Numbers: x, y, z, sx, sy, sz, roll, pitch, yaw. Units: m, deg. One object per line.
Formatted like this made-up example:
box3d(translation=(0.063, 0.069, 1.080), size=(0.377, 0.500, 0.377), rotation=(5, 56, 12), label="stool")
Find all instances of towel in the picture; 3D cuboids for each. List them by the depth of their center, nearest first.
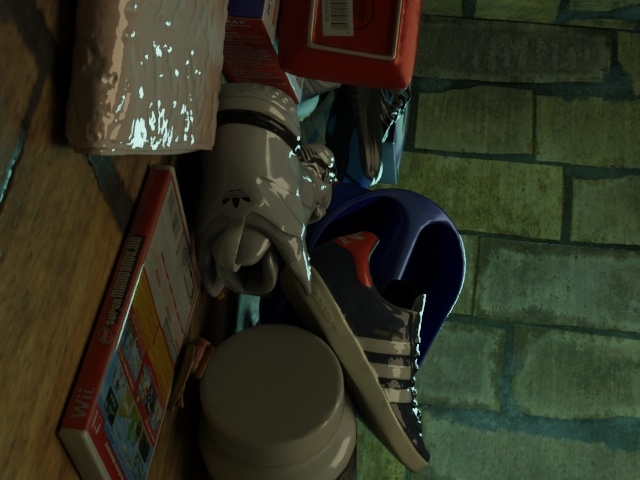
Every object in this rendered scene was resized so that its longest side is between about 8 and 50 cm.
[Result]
box3d(translation=(-0.131, -0.238, 0.821), size=(0.317, 0.054, 0.331), rotation=(-38, 134, -82), label="towel")

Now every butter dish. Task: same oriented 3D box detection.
box3d(translation=(0.024, -0.253, 1.113), size=(0.118, 0.160, 0.160), rotation=(-171, -93, -74), label="butter dish")

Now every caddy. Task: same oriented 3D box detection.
box3d(translation=(0.056, 0.080, 1.399), size=(0.341, 0.241, 0.179), rotation=(-63, -159, 8), label="caddy")

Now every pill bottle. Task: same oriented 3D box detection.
box3d(translation=(-0.053, 0.279, 1.281), size=(0.361, 0.204, 0.204), rotation=(89, 10, -51), label="pill bottle")

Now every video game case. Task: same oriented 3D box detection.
box3d(translation=(-0.168, 0.099, 0.916), size=(0.204, 0.025, 0.285), rotation=(88, 11, -53), label="video game case")

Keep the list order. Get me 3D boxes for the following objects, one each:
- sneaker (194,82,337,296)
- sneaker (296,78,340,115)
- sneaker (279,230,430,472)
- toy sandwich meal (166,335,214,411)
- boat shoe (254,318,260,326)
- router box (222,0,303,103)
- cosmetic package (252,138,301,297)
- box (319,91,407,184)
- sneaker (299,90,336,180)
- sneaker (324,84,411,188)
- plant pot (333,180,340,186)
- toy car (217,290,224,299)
box3d(translation=(-0.064, -0.028, 1.151), size=(0.366, 0.138, 0.210), rotation=(53, 37, -73), label="sneaker")
box3d(translation=(-0.010, -0.254, 1.459), size=(0.297, 0.130, 0.110), rotation=(91, 3, -79), label="sneaker")
box3d(translation=(0.090, 0.144, 1.267), size=(0.350, 0.148, 0.131), rotation=(63, -15, -24), label="sneaker")
box3d(translation=(-0.141, 0.144, 1.038), size=(0.085, 0.029, 0.085), rotation=(-58, -162, 31), label="toy sandwich meal")
box3d(translation=(-0.076, 0.157, 1.604), size=(0.083, 0.065, 0.183), rotation=(-80, 178, -47), label="boat shoe")
box3d(translation=(-0.061, -0.366, 1.155), size=(0.301, 0.082, 0.335), rotation=(57, 39, -79), label="router box")
box3d(translation=(-0.076, -0.042, 1.404), size=(0.098, 0.061, 0.239), rotation=(89, 10, -48), label="cosmetic package")
box3d(translation=(0.103, -0.308, 2.170), size=(0.296, 0.183, 0.293), rotation=(67, 31, -76), label="box")
box3d(translation=(0.002, -0.201, 1.746), size=(0.087, 0.092, 0.228), rotation=(91, 12, -58), label="sneaker")
box3d(translation=(0.085, -0.219, 1.546), size=(0.125, 0.140, 0.340), rotation=(126, -29, -49), label="sneaker")
box3d(translation=(0.000, 0.000, 1.585), size=(0.191, 0.191, 0.174), rotation=(60, 28, -78), label="plant pot")
box3d(translation=(-0.110, 0.023, 1.223), size=(0.040, 0.060, 0.122), rotation=(60, 13, -18), label="toy car")
